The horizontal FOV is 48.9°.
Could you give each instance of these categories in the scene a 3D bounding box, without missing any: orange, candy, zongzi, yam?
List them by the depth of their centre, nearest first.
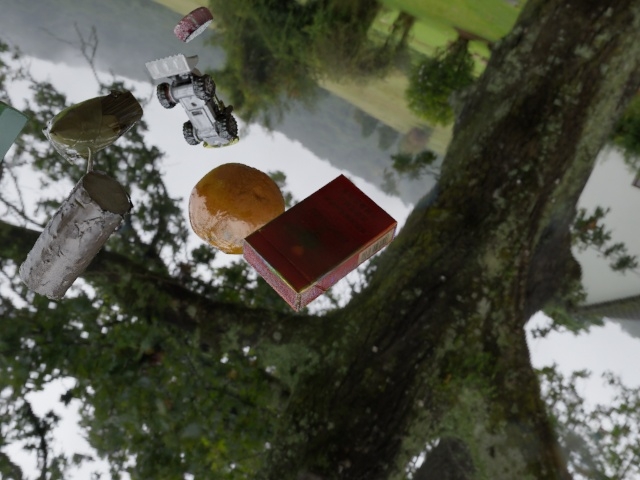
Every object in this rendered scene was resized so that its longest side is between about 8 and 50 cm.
[{"bbox_3d":[-0.509,-0.006,1.454,0.131,0.279,0.131,37,-163,-14],"label":"yam"},{"bbox_3d":[-0.309,-0.528,1.722,0.043,0.103,0.103,52,-168,-8],"label":"candy"},{"bbox_3d":[-0.660,-0.354,2.071,0.154,0.289,0.317,58,167,-13],"label":"zongzi"},{"bbox_3d":[-0.265,-0.100,2.254,0.312,0.311,0.312,20,-165,-6],"label":"orange"}]

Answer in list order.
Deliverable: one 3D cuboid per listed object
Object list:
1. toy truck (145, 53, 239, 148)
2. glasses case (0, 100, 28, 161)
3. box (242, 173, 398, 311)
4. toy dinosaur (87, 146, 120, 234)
[{"bbox_3d":[-0.291,-0.332,1.662,0.137,0.285,0.111,-7,-134,22],"label":"toy truck"},{"bbox_3d":[-0.796,-0.246,1.718,0.039,0.184,0.078,33,180,29],"label":"glasses case"},{"bbox_3d":[0.000,-0.001,1.644,0.313,0.089,0.197,-35,-115,-26],"label":"box"},{"bbox_3d":[-0.648,-0.105,2.014,0.072,0.200,0.251,4,-123,-41],"label":"toy dinosaur"}]
